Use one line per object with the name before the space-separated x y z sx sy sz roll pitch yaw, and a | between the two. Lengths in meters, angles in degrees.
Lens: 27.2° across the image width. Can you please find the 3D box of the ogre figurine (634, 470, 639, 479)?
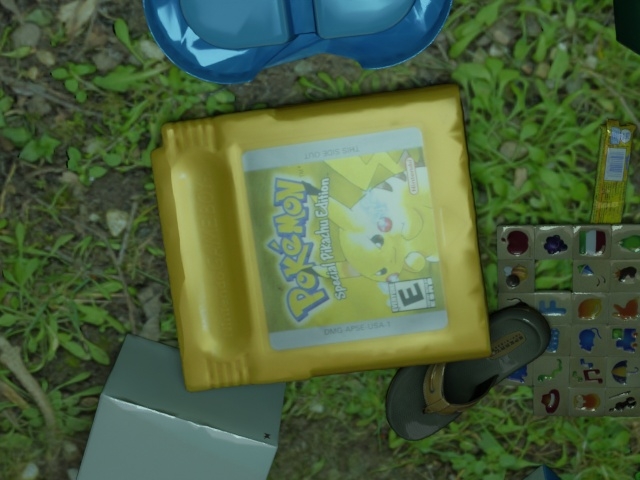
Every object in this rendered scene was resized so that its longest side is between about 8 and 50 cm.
ogre figurine | 0.461 0.271 1.462 0.197 0.097 0.118 31 129 6

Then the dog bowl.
dog bowl | -0.021 -0.248 1.281 0.297 0.074 0.166 -6 112 5

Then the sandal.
sandal | 0.156 0.152 1.437 0.219 0.060 0.090 -34 106 24

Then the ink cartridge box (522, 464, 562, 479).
ink cartridge box | 0.288 0.385 1.522 0.231 0.078 0.134 43 108 -14

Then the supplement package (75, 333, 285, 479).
supplement package | -0.160 0.244 1.447 0.194 0.149 0.203 18 112 -4

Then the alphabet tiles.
alphabet tiles | 0.290 0.089 1.426 0.198 0.009 0.237 0 116 7

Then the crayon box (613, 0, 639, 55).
crayon box | 0.425 -0.340 1.107 0.362 0.106 0.313 -10 110 -2

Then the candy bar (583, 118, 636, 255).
candy bar | 0.301 -0.048 1.375 0.040 0.018 0.162 3 112 3

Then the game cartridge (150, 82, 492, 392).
game cartridge | 0.000 0.000 1.357 0.323 0.053 0.285 -8 97 4
